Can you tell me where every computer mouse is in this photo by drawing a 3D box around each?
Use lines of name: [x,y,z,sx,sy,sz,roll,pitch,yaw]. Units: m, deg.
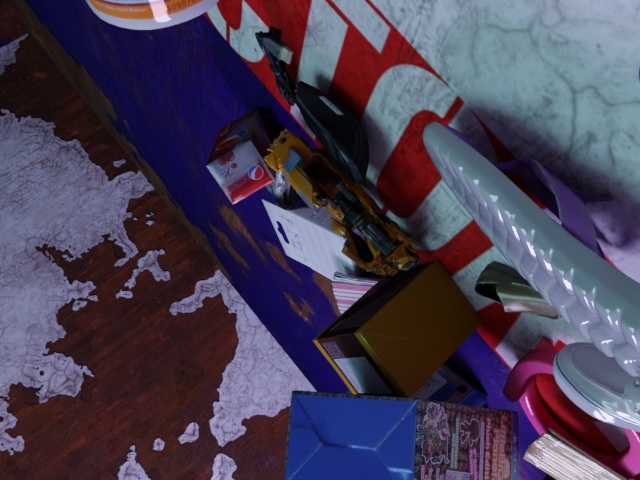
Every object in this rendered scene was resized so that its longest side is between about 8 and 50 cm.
computer mouse: [-0.002,-0.212,0.913,0.262,0.060,0.184,54,176,31]

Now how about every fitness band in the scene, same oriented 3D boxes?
fitness band: [0.367,0.251,0.889,0.209,0.054,0.291,43,161,27]

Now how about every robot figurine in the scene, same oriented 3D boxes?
robot figurine: [0.041,-0.050,0.991,0.291,0.085,0.211,50,-168,25]

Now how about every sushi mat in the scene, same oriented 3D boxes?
sushi mat: [0.444,0.378,0.874,0.316,0.019,0.151,32,157,20]

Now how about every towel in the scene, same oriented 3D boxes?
towel: [0.108,0.134,1.260,0.144,0.029,0.197,5,141,18]

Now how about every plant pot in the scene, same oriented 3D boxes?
plant pot: [0.194,0.357,1.254,0.236,0.236,0.212,37,150,41]

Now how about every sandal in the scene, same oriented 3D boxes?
sandal: [0.258,0.004,0.623,0.416,0.102,0.169,53,-179,34]

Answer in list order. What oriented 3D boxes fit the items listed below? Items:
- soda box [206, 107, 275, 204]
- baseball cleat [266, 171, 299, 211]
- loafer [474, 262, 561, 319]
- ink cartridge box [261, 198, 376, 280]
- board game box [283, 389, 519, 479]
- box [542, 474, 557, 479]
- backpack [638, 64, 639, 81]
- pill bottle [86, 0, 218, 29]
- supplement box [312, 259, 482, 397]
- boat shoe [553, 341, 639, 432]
soda box: [-0.138,-0.161,1.132,0.083,0.092,0.263,58,-170,-21]
baseball cleat: [-0.087,-0.134,1.268,0.109,0.072,0.206,53,160,18]
loafer: [0.263,0.074,0.815,0.148,0.050,0.056,22,145,59]
ink cartridge box: [0.000,0.000,1.281,0.232,0.066,0.189,32,154,38]
board game box: [0.129,0.313,0.934,0.232,0.141,0.291,-9,159,42]
box: [0.430,0.581,1.114,0.167,0.203,0.168,19,142,61]
backpack: [0.273,-0.101,0.398,0.114,0.084,0.105,51,162,-10]
pill bottle: [-0.249,-0.483,0.753,0.224,0.224,0.392,44,161,26]
supplement box: [0.125,0.153,1.046,0.129,0.191,0.194,53,154,-4]
boat shoe: [0.372,0.167,0.652,0.267,0.096,0.088,32,149,46]
